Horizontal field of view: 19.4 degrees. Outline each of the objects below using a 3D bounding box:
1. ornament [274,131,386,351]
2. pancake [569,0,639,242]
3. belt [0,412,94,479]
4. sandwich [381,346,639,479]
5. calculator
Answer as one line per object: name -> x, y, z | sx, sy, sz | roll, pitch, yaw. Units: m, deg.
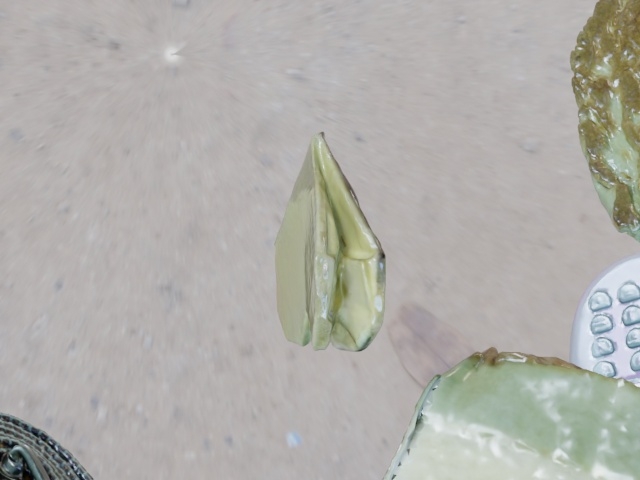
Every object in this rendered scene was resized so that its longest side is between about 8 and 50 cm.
ornament -> 0.000, 0.000, 1.546 | 0.059, 0.201, 0.180 | -3, 92, -13
pancake -> 0.306, -0.150, 1.442 | 0.197, 0.054, 0.376 | 18, 65, 31
belt -> -0.309, 0.287, 1.808 | 0.207, 0.257, 0.150 | 10, 123, -44
sandwich -> 0.144, 0.167, 0.838 | 0.227, 0.198, 0.155 | 20, 71, 16
calculator -> 0.328, 0.153, 1.729 | 0.186, 0.041, 0.298 | -18, 72, 18
